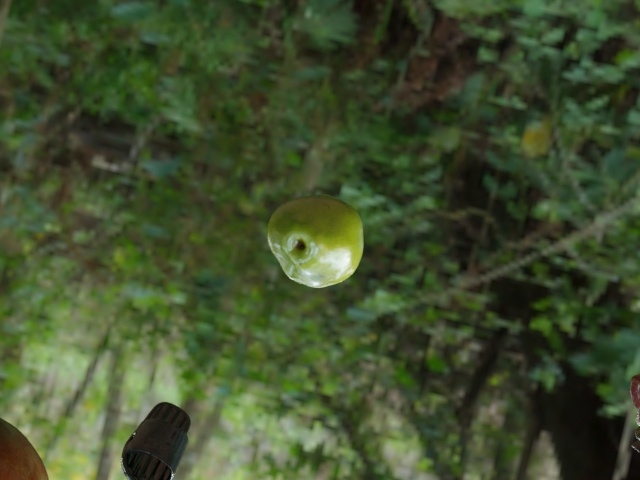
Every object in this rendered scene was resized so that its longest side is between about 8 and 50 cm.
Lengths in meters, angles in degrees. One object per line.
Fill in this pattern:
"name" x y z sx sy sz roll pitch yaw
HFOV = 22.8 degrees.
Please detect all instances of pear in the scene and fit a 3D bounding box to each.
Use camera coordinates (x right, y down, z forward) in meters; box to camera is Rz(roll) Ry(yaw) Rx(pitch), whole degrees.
"pear" 0.000 0.000 1.448 0.092 0.092 0.097 11 -162 32

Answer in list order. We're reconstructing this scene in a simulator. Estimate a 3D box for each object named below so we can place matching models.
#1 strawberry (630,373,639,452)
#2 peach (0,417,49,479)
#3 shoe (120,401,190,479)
"strawberry" 0.503 0.147 1.566 0.295 0.345 0.317 39 -178 -44
"peach" -0.397 0.270 1.582 0.252 0.252 0.252 14 175 1
"shoe" -0.171 0.212 1.725 0.062 0.053 0.159 33 -155 -6
